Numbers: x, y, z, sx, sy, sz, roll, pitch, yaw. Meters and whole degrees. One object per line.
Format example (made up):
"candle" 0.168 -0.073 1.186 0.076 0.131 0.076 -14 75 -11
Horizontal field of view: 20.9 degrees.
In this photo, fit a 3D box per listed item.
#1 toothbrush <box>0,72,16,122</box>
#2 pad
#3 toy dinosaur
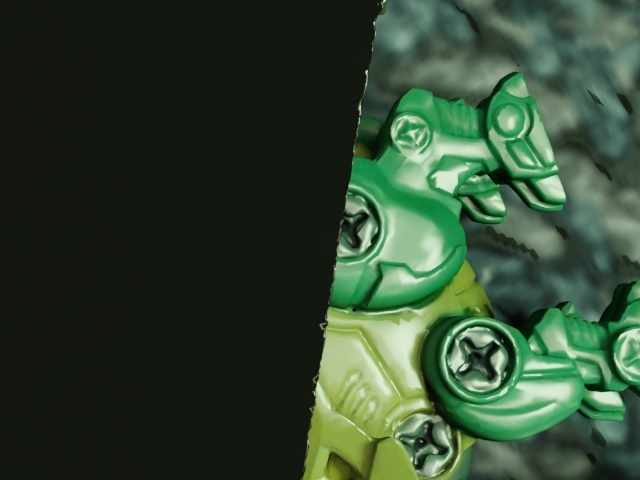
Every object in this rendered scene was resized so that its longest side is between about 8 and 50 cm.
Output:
"toothbrush" -0.106 0.156 0.484 0.035 0.042 0.413 -2 96 -55
"pad" -0.077 0.046 0.453 0.159 0.009 0.265 10 95 16
"toy dinosaur" 0.000 0.000 0.484 0.153 0.094 0.259 -20 89 -16
